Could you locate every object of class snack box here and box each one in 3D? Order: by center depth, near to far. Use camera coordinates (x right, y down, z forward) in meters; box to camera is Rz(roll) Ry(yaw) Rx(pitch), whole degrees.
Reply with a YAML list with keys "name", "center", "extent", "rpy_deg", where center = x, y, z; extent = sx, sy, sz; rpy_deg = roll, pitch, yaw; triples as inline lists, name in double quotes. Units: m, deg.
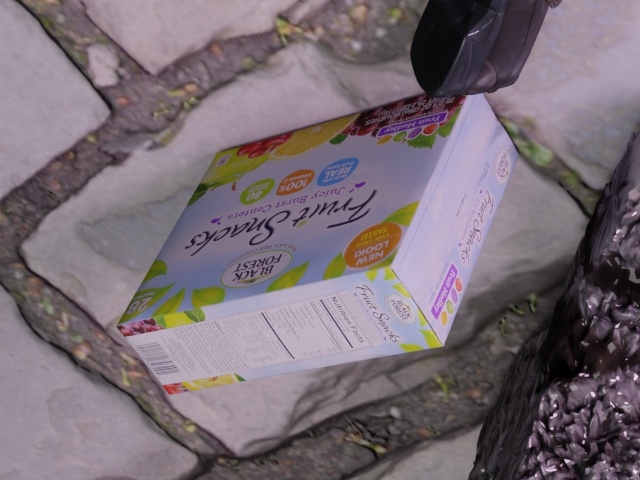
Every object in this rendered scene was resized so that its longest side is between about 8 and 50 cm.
- name: "snack box"
  center: [0.000, 0.000, 1.081]
  extent: [0.207, 0.174, 0.070]
  rpy_deg: [-14, 124, 36]

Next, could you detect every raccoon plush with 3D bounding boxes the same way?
- name: "raccoon plush"
  center: [0.265, 0.157, 1.092]
  extent: [0.299, 0.216, 0.446]
  rpy_deg: [18, 136, -1]

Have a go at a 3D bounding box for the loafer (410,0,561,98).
- name: "loafer"
  center: [0.110, -0.151, 0.981]
  extent: [0.061, 0.062, 0.170]
  rpy_deg: [1, 138, -30]
